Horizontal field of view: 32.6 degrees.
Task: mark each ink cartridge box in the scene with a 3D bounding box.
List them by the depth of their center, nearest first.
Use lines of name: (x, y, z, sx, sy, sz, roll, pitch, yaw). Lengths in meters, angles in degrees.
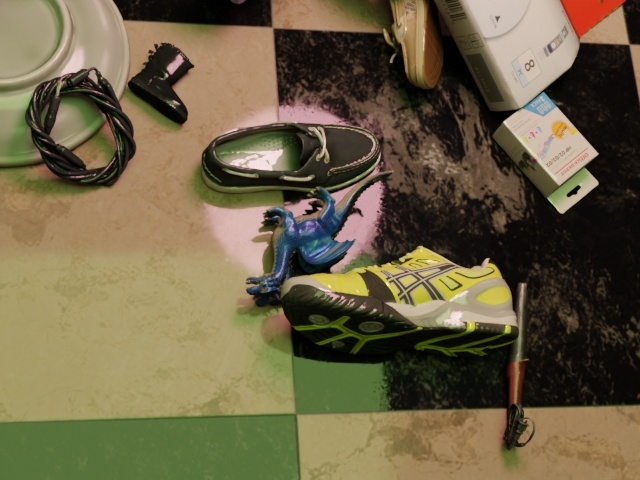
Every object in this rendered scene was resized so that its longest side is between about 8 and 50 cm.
ink cartridge box: (0.395, -0.149, 1.864, 0.104, 0.061, 0.181, -37, 82, -21)
ink cartridge box: (0.376, -0.453, 1.888, 0.385, 0.091, 0.308, -39, 110, -21)

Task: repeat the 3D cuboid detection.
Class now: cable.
cable: (-0.364, -0.164, 1.673, 0.150, 0.047, 0.184, -31, 111, -29)

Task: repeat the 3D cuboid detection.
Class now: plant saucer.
plant saucer: (-0.498, -0.314, 1.711, 0.400, 0.100, 0.401, 4, 70, -11)

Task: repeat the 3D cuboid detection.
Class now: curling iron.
curling iron: (0.317, 0.196, 1.723, 0.035, 0.068, 0.274, 15, 64, -15)

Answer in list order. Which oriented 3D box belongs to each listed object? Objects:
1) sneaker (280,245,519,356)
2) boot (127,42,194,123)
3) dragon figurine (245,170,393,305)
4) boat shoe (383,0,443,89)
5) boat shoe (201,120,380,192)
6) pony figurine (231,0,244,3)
sneaker: (0.117, 0.089, 1.687, 0.384, 0.145, 0.147, 8, 60, -22)
boot: (-0.242, -0.258, 1.777, 0.121, 0.045, 0.099, 35, 64, 3)
dragon figurine: (0.000, 0.000, 1.709, 0.289, 0.085, 0.144, -23, 79, -14)
boat shoe: (0.154, -0.382, 1.888, 0.089, 0.104, 0.285, -10, 63, 20)
boat shoe: (-0.038, -0.137, 1.749, 0.302, 0.091, 0.114, -13, 74, -16)
pony figurine: (-0.041, -0.541, 1.802, 0.363, 0.303, 0.351, -33, 52, -7)
